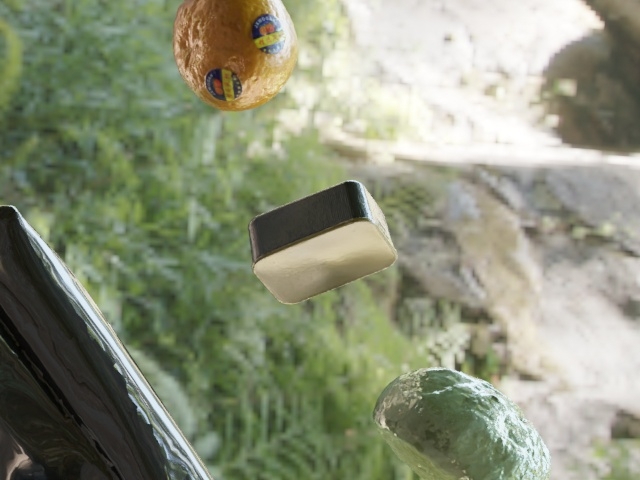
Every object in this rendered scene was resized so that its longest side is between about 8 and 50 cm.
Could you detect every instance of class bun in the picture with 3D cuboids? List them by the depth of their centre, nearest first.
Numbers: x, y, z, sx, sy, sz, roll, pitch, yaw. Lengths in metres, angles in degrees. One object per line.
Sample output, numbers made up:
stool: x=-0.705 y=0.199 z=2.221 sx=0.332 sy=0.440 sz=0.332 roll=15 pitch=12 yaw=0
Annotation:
bun: x=0.151 y=0.203 z=1.690 sx=0.118 sy=0.195 sz=0.195 roll=-53 pitch=-167 yaw=-9

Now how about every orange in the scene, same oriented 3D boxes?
orange: x=-0.110 y=-0.257 z=2.114 sx=0.177 sy=0.155 sz=0.177 roll=31 pitch=-47 yaw=40

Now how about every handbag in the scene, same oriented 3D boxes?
handbag: x=-0.215 y=0.139 z=1.229 sx=0.342 sy=0.152 sz=0.288 roll=57 pitch=-15 yaw=-1

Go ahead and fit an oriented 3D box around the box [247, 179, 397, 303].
box: x=0.000 y=0.000 z=2.418 sx=0.144 sy=0.201 sz=0.090 roll=50 pitch=23 yaw=-52
